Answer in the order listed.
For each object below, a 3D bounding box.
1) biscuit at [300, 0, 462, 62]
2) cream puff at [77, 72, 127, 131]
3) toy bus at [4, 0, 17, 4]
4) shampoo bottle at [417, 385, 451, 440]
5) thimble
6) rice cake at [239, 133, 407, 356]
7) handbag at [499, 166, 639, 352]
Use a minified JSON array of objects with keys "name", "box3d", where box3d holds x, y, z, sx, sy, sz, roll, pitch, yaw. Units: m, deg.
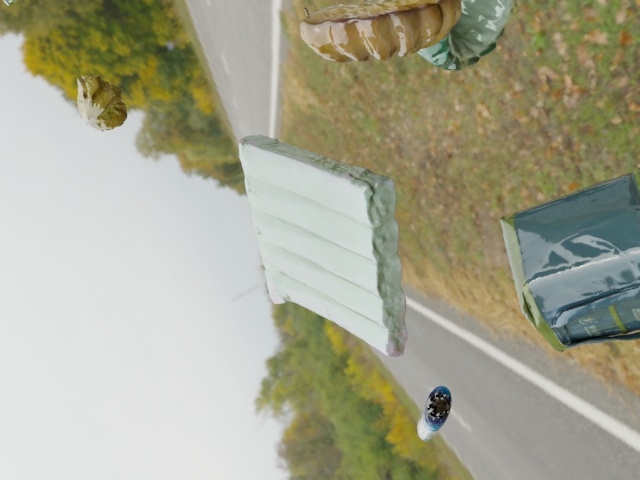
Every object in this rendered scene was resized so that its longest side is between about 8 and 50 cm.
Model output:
[{"name":"biscuit","box3d":[0.071,-0.213,0.794,0.118,0.183,0.061,22,129,41]},{"name":"cream puff","box3d":[-0.303,-0.183,1.101,0.083,0.058,0.083,31,149,-23]},{"name":"toy bus","box3d":[-0.596,-0.567,1.629,0.088,0.175,0.101,52,-141,-10]},{"name":"shampoo bottle","box3d":[0.223,0.337,1.570,0.050,0.087,0.183,20,159,9]},{"name":"thimble","box3d":[0.255,-0.478,1.574,0.167,0.254,0.288,40,-170,31]},{"name":"rice cake","box3d":[0.000,0.000,0.754,0.198,0.037,0.189,14,120,50]},{"name":"handbag","box3d":[0.436,0.039,1.248,0.263,0.241,0.222,41,-143,-44]}]
